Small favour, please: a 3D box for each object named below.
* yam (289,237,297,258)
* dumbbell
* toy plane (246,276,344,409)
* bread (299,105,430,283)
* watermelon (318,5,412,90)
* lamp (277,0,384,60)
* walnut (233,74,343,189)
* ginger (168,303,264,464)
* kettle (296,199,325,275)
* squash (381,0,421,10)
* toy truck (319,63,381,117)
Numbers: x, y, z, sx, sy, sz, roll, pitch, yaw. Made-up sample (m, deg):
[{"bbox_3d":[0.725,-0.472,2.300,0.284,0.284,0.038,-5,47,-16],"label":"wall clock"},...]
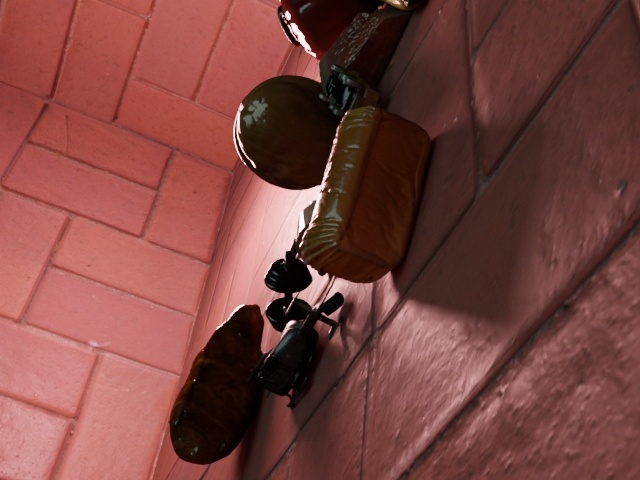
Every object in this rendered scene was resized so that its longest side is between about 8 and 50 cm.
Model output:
[{"bbox_3d":[-0.073,0.055,2.175,0.027,0.033,0.129,75,-148,-61],"label":"yam"},{"bbox_3d":[-0.065,0.113,1.790,0.099,0.099,0.209,-90,1,-60],"label":"dumbbell"},{"bbox_3d":[-0.045,0.190,1.648,0.155,0.106,0.382,-63,0,-39],"label":"toy plane"},{"bbox_3d":[0.077,-0.078,1.416,0.119,0.152,0.288,-30,41,63],"label":"bread"},{"bbox_3d":[0.115,-0.454,2.031,0.257,0.139,0.193,-51,28,35],"label":"watermelon"},{"bbox_3d":[0.026,-0.597,2.223,0.257,0.303,0.303,-22,34,21],"label":"lamp"},{"bbox_3d":[-0.069,-0.261,2.107,0.253,0.277,0.282,-53,9,38],"label":"walnut"},{"bbox_3d":[-0.237,0.357,2.032,0.418,0.176,0.254,-75,8,-46],"label":"ginger"},{"bbox_3d":[0.004,-0.004,1.802,0.098,0.127,0.148,-34,16,8],"label":"kettle"},{"bbox_3d":[0.175,-0.541,1.915,0.224,0.094,0.094,-107,39,-62],"label":"squash"},{"bbox_3d":[0.077,-0.312,1.910,0.085,0.116,0.191,-66,21,16],"label":"toy truck"}]
